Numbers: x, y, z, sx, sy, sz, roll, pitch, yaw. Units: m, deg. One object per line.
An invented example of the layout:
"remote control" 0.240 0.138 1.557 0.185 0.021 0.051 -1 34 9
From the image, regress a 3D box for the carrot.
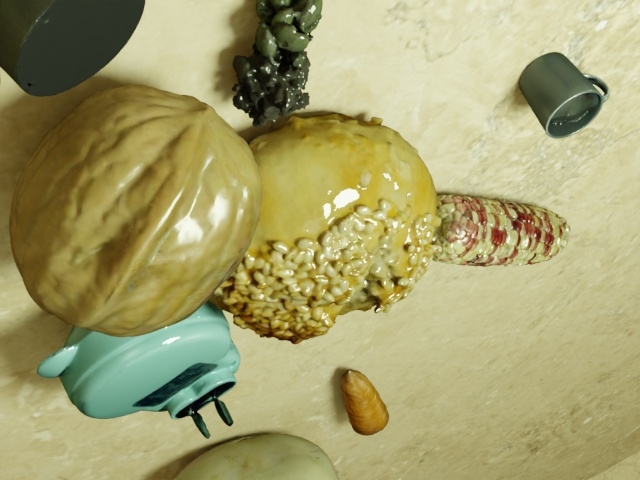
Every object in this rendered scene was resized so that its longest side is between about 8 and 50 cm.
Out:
"carrot" 0.065 0.264 1.718 0.072 0.072 0.205 -26 147 -2

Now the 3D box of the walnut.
"walnut" -0.176 -0.027 0.980 0.225 0.225 0.261 10 127 -45

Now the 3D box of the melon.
"melon" -0.109 0.437 1.692 0.316 0.223 0.223 -13 146 -31

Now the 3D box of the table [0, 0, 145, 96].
"table" -0.208 -0.181 0.840 0.133 0.043 0.133 -42 167 -12

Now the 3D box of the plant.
"plant" -0.039 -0.181 0.990 0.085 0.087 0.174 10 134 -10

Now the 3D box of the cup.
"cup" 0.298 -0.180 1.238 0.100 0.077 0.078 -16 147 -17

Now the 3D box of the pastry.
"pastry" 0.000 0.000 1.173 0.315 0.184 0.284 -3 140 -34

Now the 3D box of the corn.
"corn" 0.247 -0.011 1.433 0.289 0.098 0.098 4 137 -44

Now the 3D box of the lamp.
"lamp" -0.201 0.142 1.261 0.209 0.147 0.284 -32 140 11
